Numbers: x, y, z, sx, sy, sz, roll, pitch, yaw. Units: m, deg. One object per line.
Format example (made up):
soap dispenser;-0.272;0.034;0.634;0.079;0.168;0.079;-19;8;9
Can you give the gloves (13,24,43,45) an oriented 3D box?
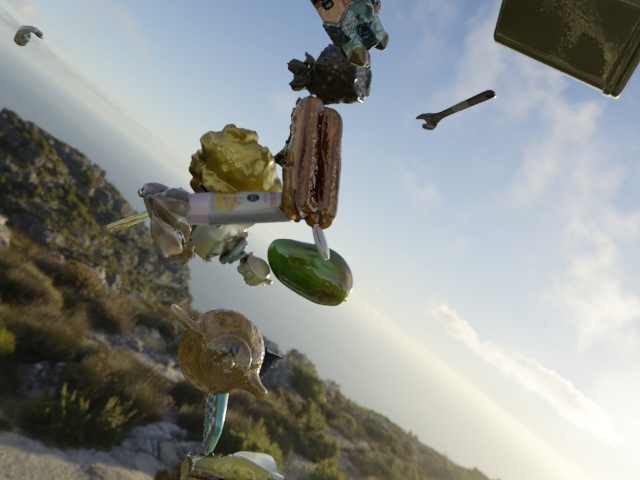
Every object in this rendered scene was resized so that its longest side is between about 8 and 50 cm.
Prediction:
gloves;-0.552;-0.382;0.945;0.080;0.044;0.037;-6;-28;21

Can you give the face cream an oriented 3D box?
face cream;-0.210;-0.084;1.314;0.107;0.269;0.073;-98;-172;-50

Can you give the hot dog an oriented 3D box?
hot dog;-0.028;-0.194;1.266;0.158;0.349;0.117;18;-24;-37

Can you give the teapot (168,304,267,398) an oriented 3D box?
teapot;-0.240;0.262;1.198;0.311;0.203;0.167;49;-13;-15

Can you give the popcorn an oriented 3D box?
popcorn;-0.255;-0.175;1.482;0.297;0.316;0.281;36;33;19

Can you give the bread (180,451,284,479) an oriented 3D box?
bread;-0.231;0.634;1.292;0.261;0.163;0.204;9;-12;-15

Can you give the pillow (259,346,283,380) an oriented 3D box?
pillow;-0.207;0.433;1.736;0.090;0.150;0.048;6;-49;50

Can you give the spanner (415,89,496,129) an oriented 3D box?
spanner;0.455;-0.449;1.723;0.087;0.024;0.315;26;-23;-29

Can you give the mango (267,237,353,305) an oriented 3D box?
mango;-0.040;0.114;2.015;0.381;0.225;0.201;31;8;1

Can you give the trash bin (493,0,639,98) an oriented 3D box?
trash bin;0.435;-0.382;0.835;0.247;0.121;0.243;34;-20;22

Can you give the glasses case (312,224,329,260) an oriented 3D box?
glasses case;0.000;0.000;1.738;0.164;0.041;0.063;-104;173;-45

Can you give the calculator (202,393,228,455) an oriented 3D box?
calculator;-0.324;0.471;1.575;0.054;0.256;0.386;13;45;-14

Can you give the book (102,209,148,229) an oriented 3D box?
book;-0.675;-0.097;1.953;0.018;0.322;0.228;68;-18;-5

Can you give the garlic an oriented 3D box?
garlic;-0.494;-0.072;1.608;0.210;0.237;0.292;4;-54;15

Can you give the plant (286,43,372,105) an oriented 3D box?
plant;0.032;-0.644;1.969;0.312;0.215;0.213;4;-52;23

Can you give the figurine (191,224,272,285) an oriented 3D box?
figurine;-0.320;0.023;1.965;0.394;0.274;0.226;48;-25;-15

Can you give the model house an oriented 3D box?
model house;0.105;-0.630;1.481;0.253;0.184;0.291;29;40;-63
